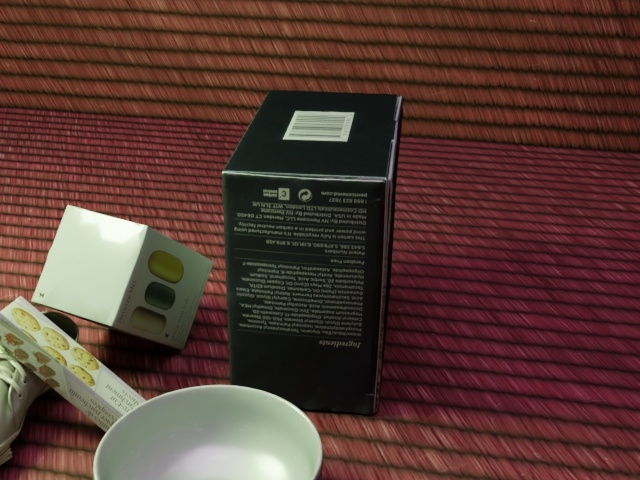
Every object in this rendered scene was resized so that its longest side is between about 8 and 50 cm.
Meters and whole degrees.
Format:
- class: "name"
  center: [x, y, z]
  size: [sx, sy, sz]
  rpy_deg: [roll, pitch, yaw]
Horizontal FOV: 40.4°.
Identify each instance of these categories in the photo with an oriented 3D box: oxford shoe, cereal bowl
- class: "oxford shoe"
  center: [-0.555, 0.241, 1.506]
  size: [0.169, 0.130, 0.449]
  rpy_deg: [27, 22, 2]
- class: "cereal bowl"
  center: [-0.164, 0.371, 1.316]
  size: [0.339, 0.141, 0.339]
  rpy_deg: [0, 26, 0]

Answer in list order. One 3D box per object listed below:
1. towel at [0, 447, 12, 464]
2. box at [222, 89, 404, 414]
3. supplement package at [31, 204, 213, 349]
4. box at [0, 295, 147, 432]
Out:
- class: "towel"
  center: [-0.632, 0.351, 1.439]
  size: [0.197, 0.029, 0.144]
  rpy_deg: [23, 34, 18]
- class: "box"
  center: [0.000, 0.000, 1.704]
  size: [0.297, 0.472, 0.480]
  rpy_deg: [3, 26, 6]
- class: "supplement package"
  center: [-0.380, 0.079, 1.711]
  size: [0.198, 0.199, 0.262]
  rpy_deg: [14, -11, 24]
- class: "box"
  center: [-0.421, 0.228, 1.490]
  size: [0.324, 0.063, 0.067]
  rpy_deg: [41, 31, -2]
